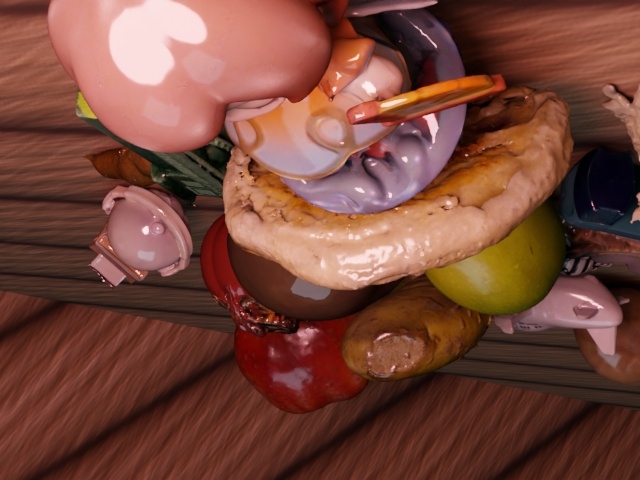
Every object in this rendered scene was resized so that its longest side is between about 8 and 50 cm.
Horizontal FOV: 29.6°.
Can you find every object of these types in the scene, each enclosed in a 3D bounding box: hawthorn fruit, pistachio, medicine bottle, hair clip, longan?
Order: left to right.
[{"bbox_3d":[-0.046,0.183,2.370,0.287,0.287,0.330,2,151,29],"label":"hawthorn fruit"},{"bbox_3d":[0.000,0.000,1.496,0.246,0.215,0.246,-14,-158,6],"label":"longan"},{"bbox_3d":[0.388,0.000,1.606,0.257,0.075,0.146,7,155,-30],"label":"hair clip"},{"bbox_3d":[0.520,0.162,2.050,0.181,0.162,0.293,21,-178,36],"label":"pistachio"},{"bbox_3d":[0.388,-0.037,1.392,0.258,0.079,0.124,13,167,-21],"label":"medicine bottle"}]

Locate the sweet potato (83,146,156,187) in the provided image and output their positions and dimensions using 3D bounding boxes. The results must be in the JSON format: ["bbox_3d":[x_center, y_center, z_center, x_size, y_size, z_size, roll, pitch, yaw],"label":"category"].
[{"bbox_3d":[-0.235,-0.102,1.573,0.067,0.067,0.274,17,171,-35],"label":"sweet potato"}]

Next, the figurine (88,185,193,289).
[{"bbox_3d":[-0.269,-0.013,1.865,0.162,0.141,0.237,44,152,-6],"label":"figurine"}]

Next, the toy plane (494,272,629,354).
[{"bbox_3d":[0.340,0.093,1.811,0.244,0.117,0.245,-2,-166,0],"label":"toy plane"}]

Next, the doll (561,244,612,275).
[{"bbox_3d":[0.316,0.010,1.700,0.219,0.067,0.091,9,166,-29],"label":"doll"}]

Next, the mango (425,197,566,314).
[{"bbox_3d":[0.207,-0.002,1.420,0.156,0.192,0.343,-22,161,23],"label":"mango"}]

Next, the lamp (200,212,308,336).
[{"bbox_3d":[-0.065,0.040,1.762,0.227,0.227,0.227,8,168,2],"label":"lamp"}]

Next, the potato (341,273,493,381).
[{"bbox_3d":[0.120,0.110,1.484,0.149,0.113,0.251,-11,-166,39],"label":"potato"}]

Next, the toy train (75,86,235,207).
[{"bbox_3d":[-0.123,-0.114,1.266,0.178,0.138,0.330,8,168,24],"label":"toy train"}]

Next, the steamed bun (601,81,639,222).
[{"bbox_3d":[0.403,0.006,1.144,0.273,0.272,0.290,3,171,23],"label":"steamed bun"}]

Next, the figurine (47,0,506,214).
[{"bbox_3d":[-0.037,-0.161,0.816,0.276,0.248,0.388,-1,175,27],"label":"figurine"}]

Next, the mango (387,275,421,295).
[{"bbox_3d":[0.156,0.034,1.723,0.130,0.167,0.262,-37,160,19],"label":"mango"}]

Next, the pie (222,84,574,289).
[{"bbox_3d":[0.067,-0.070,1.102,0.339,0.077,0.339,-10,-153,5],"label":"pie"}]
